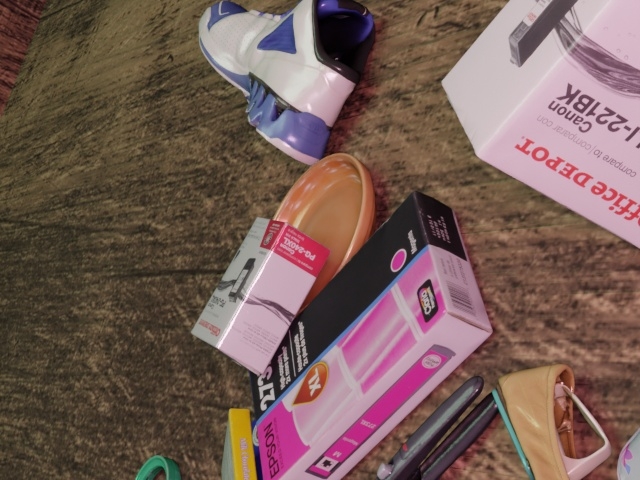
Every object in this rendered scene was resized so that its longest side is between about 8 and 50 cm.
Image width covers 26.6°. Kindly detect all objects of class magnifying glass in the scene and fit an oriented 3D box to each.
[{"bbox_3d":[-0.191,0.346,1.561,0.092,0.026,0.231,-48,33,28],"label":"magnifying glass"}]

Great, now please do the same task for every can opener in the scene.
[{"bbox_3d":[0.088,0.191,1.182,0.186,0.059,0.073,-54,29,19],"label":"can opener"}]

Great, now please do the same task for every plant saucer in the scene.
[{"bbox_3d":[0.000,0.000,1.508,0.200,0.037,0.200,-40,36,38],"label":"plant saucer"}]

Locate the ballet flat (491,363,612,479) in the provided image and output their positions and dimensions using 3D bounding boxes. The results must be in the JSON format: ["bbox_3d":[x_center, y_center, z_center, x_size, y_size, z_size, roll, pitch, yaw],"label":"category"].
[{"bbox_3d":[0.188,0.180,1.016,0.073,0.080,0.232,-23,43,10],"label":"ballet flat"}]

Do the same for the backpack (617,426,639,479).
[{"bbox_3d":[0.283,0.144,0.812,0.188,0.144,0.166,-49,26,20],"label":"backpack"}]

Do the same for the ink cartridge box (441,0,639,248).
[{"bbox_3d":[0.256,-0.148,1.029,0.273,0.197,0.114,-50,32,26],"label":"ink cartridge box"}]

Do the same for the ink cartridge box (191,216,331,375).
[{"bbox_3d":[-0.065,0.057,1.434,0.150,0.063,0.109,-60,19,-6],"label":"ink cartridge box"}]

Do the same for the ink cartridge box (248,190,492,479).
[{"bbox_3d":[0.016,0.136,1.350,0.371,0.069,0.176,-50,31,29],"label":"ink cartridge box"}]

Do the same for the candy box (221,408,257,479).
[{"bbox_3d":[-0.079,0.282,1.374,0.206,0.027,0.105,-100,17,-46],"label":"candy box"}]

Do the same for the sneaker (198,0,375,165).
[{"bbox_3d":[-0.023,-0.237,1.668,0.182,0.127,0.315,-52,37,14],"label":"sneaker"}]
